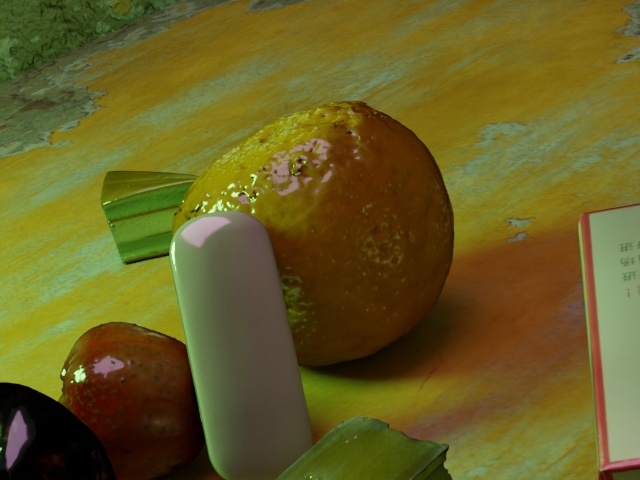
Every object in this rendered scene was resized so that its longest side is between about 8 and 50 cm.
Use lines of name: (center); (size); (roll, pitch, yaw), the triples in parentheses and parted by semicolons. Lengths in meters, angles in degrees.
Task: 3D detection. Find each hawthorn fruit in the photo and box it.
hawthorn fruit: (-0.190, 0.178, 1.729); (0.200, 0.179, 0.179); (-1, 22, 1)

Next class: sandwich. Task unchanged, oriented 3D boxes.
sandwich: (-0.236, -0.056, 2.398); (0.187, 0.117, 0.144); (-13, 24, 9)

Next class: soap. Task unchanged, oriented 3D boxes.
soap: (0.007, 0.257, 1.415); (0.233, 0.076, 0.135); (-35, 30, -32)

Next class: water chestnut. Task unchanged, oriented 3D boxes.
water chestnut: (-0.318, 0.272, 1.485); (0.289, 0.244, 0.289); (-15, 24, 7)

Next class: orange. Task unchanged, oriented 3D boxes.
orange: (0.000, 0.000, 1.870); (0.341, 0.293, 0.340); (-29, 11, 6)

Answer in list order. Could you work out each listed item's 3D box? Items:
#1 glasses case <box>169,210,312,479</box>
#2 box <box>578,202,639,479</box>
glasses case: (-0.085, 0.114, 1.665); (0.113, 0.296, 0.075); (-10, -10, -9)
box: (0.367, 0.151, 1.157); (0.314, 0.300, 0.312); (-10, 34, 13)
